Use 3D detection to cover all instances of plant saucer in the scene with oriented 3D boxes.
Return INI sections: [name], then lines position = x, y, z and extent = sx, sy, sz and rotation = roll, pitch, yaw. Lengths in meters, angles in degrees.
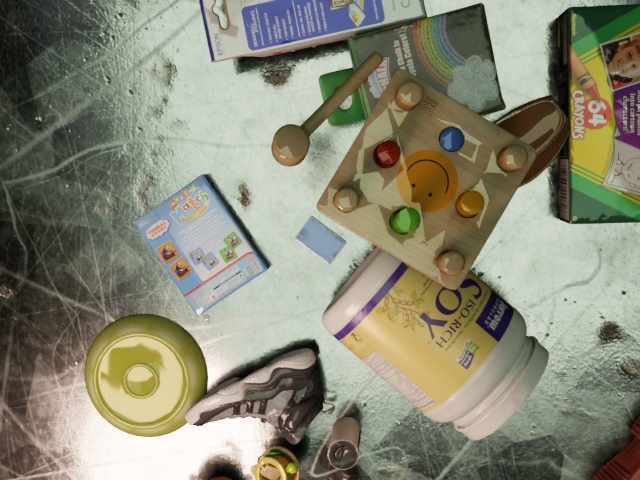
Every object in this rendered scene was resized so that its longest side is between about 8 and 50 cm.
[plant saucer]
position = -0.334, 0.260, 1.644
extent = 0.241, 0.037, 0.241
rotation = 0, 96, 4

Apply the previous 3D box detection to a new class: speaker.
[speaker]
position = 0.044, 0.364, 1.572
extent = 0.055, 0.136, 0.055
rotation = 0, 95, 5

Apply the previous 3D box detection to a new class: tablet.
[tablet]
position = 0.000, 0.000, 1.603
extent = 0.083, 0.006, 0.054
rotation = 37, 98, 1

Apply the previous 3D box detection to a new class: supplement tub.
[supplement tub]
position = 0.195, 0.155, 1.485
extent = 0.331, 0.241, 0.241
rotation = 40, 98, 0

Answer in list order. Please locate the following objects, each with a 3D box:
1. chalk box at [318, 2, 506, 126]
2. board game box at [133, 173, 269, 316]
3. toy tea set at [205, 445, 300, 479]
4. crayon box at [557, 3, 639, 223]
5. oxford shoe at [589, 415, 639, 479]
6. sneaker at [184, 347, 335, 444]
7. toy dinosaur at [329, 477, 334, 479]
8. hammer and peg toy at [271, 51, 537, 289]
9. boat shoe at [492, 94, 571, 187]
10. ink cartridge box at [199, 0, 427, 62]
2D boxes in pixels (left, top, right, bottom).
[chalk box]
position = 0.146, -0.270, 1.478
extent = 0.289, 0.179, 0.180
rotation = -13, 96, 7
[board game box]
position = -0.219, 0.008, 1.606
extent = 0.160, 0.039, 0.211
rotation = -34, 93, 7
[toy tea set]
position = -0.116, 0.488, 1.553
extent = 0.336, 0.124, 0.200
rotation = -34, 79, 28
[crayon box]
position = 0.571, -0.214, 1.481
extent = 0.313, 0.106, 0.363
rotation = -2, 96, 5
[oxford shoe]
position = 0.575, 0.438, 1.544
extent = 0.130, 0.123, 0.348
rotation = 35, 99, -5
[sneaker]
position = -0.107, 0.315, 1.596
extent = 0.268, 0.101, 0.153
rotation = -26, 91, 4
[toy dinosaur]
position = 0.037, 0.601, 1.625
extent = 0.160, 0.121, 0.314
rotation = 25, 102, 14
[hammer and peg toy]
position = 0.118, -0.125, 1.322
extent = 0.361, 0.127, 0.266
rotation = 32, 88, -1
[boat shoe]
position = 0.271, -0.121, 1.471
extent = 0.324, 0.120, 0.123
rotation = -38, 76, 22
[ink cartridge box]
position = -0.018, -0.419, 1.469
extent = 0.370, 0.069, 0.176
rotation = -11, 93, 4
